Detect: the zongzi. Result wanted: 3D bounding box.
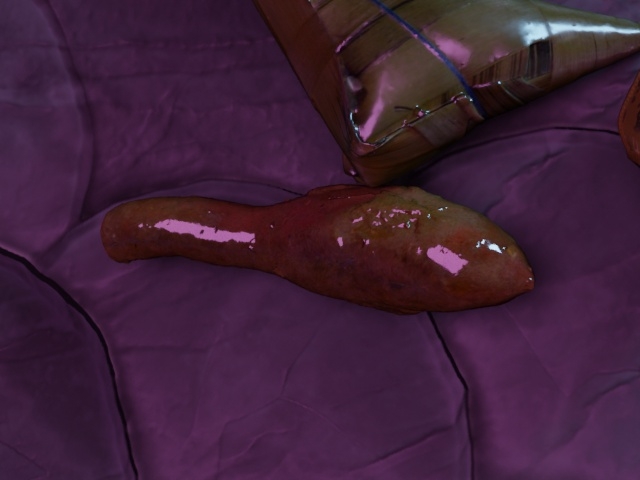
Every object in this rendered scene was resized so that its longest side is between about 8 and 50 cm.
[{"bbox_3d":[0.102,-0.210,1.331,0.289,0.123,0.260,-28,71,-2],"label":"zongzi"}]

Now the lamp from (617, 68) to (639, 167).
[{"bbox_3d":[0.326,-0.119,1.222,0.161,0.161,0.185,32,101,16],"label":"lamp"}]

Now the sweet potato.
[{"bbox_3d":[0.000,0.000,1.353,0.385,0.109,0.109,7,91,23],"label":"sweet potato"}]
